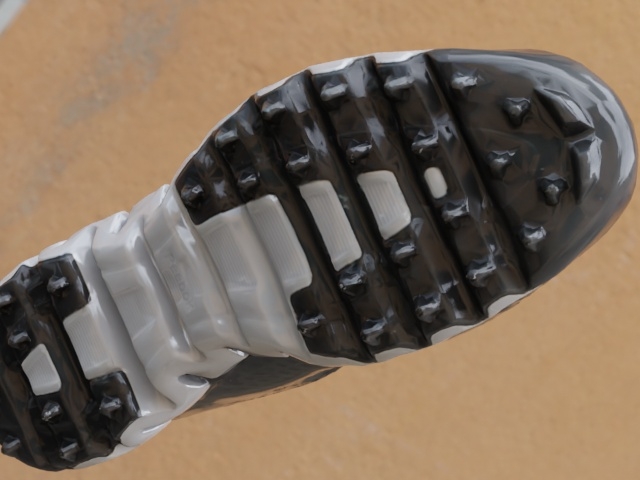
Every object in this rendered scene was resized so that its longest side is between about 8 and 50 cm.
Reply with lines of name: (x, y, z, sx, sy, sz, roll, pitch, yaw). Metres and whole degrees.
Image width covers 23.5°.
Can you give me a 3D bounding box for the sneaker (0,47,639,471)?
sneaker: (0.000, 0.000, 0.445, 0.106, 0.234, 0.078, -20, 85, -50)
